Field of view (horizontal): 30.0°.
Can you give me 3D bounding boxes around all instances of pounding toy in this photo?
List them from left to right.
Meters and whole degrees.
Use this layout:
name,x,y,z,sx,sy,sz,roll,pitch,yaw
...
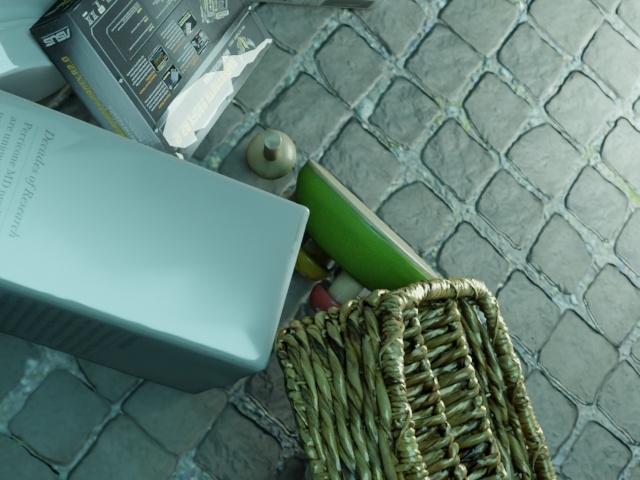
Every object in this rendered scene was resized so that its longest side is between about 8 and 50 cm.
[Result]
name,x,y,z,sx,sy,sz,roll,pitch,yaw
pounding toy,0.000,0.000,1.214,0.237,0.183,0.110,42,94,-7

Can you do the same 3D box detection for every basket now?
name,x,y,z,sx,sy,sz,roll,pitch,yaw
basket,0.102,0.187,1.066,0.223,0.213,0.299,-16,79,1

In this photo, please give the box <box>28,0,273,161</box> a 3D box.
name,x,y,z,sx,sy,sz,roll,pitch,yaw
box,-0.155,-0.199,1.164,0.183,0.056,0.231,56,42,-28

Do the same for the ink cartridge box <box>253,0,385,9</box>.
name,x,y,z,sx,sy,sz,roll,pitch,yaw
ink cartridge box,-0.025,-0.377,1.327,0.189,0.066,0.233,-1,83,-20

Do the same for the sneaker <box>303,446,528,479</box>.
name,x,y,z,sx,sy,sz,roll,pitch,yaw
sneaker,0.105,0.221,1.217,0.252,0.111,0.103,-13,83,-22

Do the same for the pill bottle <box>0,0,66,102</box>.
name,x,y,z,sx,sy,sz,roll,pitch,yaw
pill bottle,-0.346,-0.266,1.127,0.160,0.160,0.283,-20,86,-23

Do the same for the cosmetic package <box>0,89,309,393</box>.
name,x,y,z,sx,sy,sz,roll,pitch,yaw
cosmetic package,-0.267,-0.012,1.066,0.453,0.230,0.162,21,72,-16
